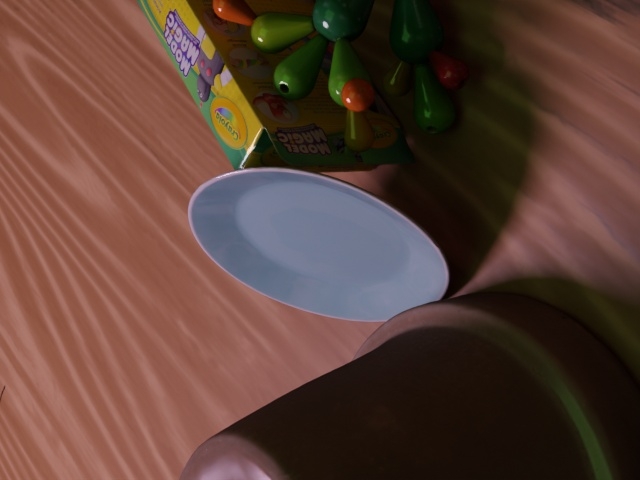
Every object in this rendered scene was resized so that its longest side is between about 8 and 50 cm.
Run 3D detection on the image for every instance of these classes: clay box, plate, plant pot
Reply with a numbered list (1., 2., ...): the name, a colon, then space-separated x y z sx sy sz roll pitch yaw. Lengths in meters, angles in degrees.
1. clay box: -0.035 -0.122 0.796 0.053 0.127 0.222 -55 53 38
2. plate: 0.000 0.000 0.753 0.188 0.188 0.024 -24 39 49
3. plant pot: 0.042 0.168 0.655 0.263 0.229 0.263 5 96 51

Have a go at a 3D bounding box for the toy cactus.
1. toy cactus: 0.025 -0.171 0.711 0.219 0.112 0.180 39 92 0
